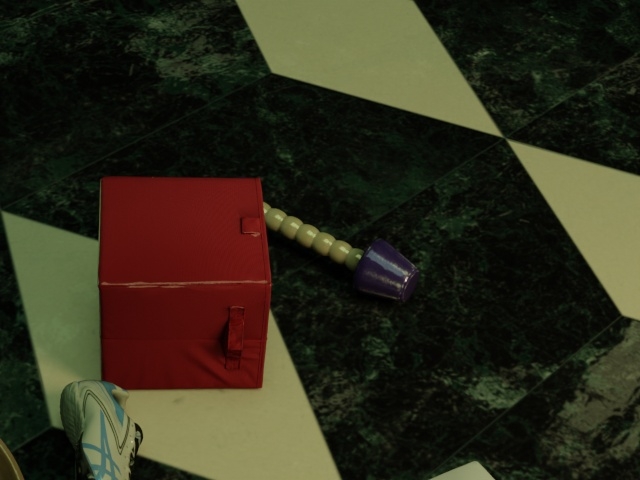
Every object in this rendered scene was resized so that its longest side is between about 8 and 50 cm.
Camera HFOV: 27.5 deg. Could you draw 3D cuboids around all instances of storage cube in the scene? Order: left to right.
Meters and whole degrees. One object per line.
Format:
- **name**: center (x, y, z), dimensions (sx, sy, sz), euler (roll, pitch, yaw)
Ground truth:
- **storage cube**: center (-0.164, 0.050, 1.545), dimensions (0.193, 0.183, 0.215), euler (0, 44, -7)

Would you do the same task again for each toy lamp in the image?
- **toy lamp**: center (0.000, 0.000, 1.699), dimensions (0.275, 0.080, 0.080), euler (28, 47, 18)

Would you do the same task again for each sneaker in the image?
- **sneaker**: center (-0.226, 0.233, 1.401), dimensions (0.086, 0.085, 0.237), euler (0, 35, -18)

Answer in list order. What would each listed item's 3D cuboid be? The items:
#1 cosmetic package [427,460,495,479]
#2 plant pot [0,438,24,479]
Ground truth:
- **cosmetic package**: center (0.111, 0.399, 1.054), dimensions (0.156, 0.385, 0.217), euler (-16, 40, -25)
- **plant pot**: center (-0.420, 0.269, 1.298), dimensions (0.237, 0.110, 0.237), euler (33, 31, -23)
